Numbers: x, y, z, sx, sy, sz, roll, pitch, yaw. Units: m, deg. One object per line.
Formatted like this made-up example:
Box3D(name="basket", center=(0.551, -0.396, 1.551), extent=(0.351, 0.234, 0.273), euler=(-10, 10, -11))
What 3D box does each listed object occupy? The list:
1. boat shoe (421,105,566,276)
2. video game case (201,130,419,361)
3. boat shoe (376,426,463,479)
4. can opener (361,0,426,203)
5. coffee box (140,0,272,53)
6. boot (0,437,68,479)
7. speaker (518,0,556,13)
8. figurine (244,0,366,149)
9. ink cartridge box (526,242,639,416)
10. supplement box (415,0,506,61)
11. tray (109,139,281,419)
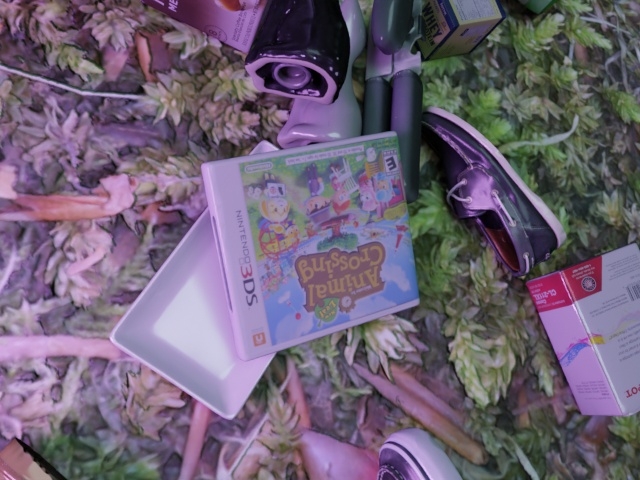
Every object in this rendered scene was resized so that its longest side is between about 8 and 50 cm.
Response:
Box3D(name="boat shoe", center=(0.188, -0.062, 0.732), extent=(0.079, 0.084, 0.233), euler=(-39, 86, -6))
Box3D(name="video game case", center=(0.000, 0.000, 0.620), extent=(0.213, 0.023, 0.193), euler=(-14, 101, -26))
Box3D(name="boat shoe", center=(0.097, 0.350, 0.561), extent=(0.119, 0.121, 0.335), euler=(-9, 80, -25))
Box3D(name="can opener", center=(0.077, -0.178, 0.725), extent=(0.093, 0.074, 0.280), euler=(23, 66, -54))
Box3D(name="coffee box", center=(-0.094, -0.322, 0.621), extent=(0.141, 0.246, 0.098), euler=(25, 67, -11))
Box3D(name="boot", center=(-0.262, 0.330, 0.473), extent=(0.236, 0.089, 0.269), euler=(37, 66, 8))
Box3D(name="speaker", center=(0.249, -0.462, 0.842), extent=(0.131, 0.131, 0.296), euler=(-40, 90, -24))
Box3D(name="figurine", center=(0.008, -0.214, 0.662), extent=(0.092, 0.215, 0.209), euler=(8, 69, 13))
Box3D(name="ink cartridge box", center=(0.348, 0.107, 0.739), extent=(0.128, 0.072, 0.175), euler=(-16, 80, -22))
Box3D(name="supplement box", center=(0.174, -0.281, 0.787), extent=(0.083, 0.083, 0.056), euler=(-17, 80, -22))
Box3D(name="tray", center=(-0.078, 0.034, 0.644), extent=(0.145, 0.030, 0.270), euler=(36, 67, -5))
